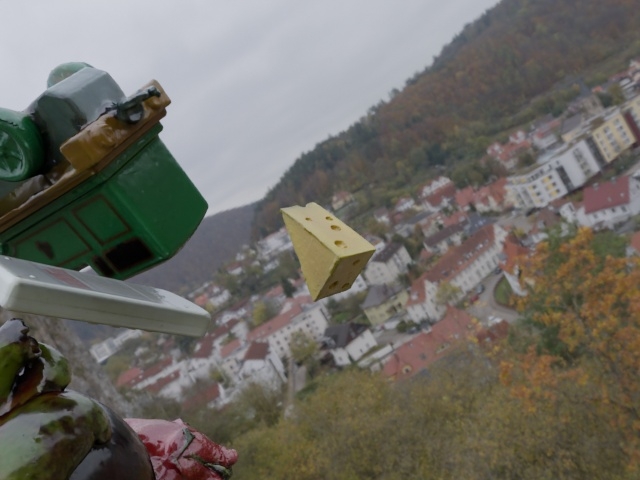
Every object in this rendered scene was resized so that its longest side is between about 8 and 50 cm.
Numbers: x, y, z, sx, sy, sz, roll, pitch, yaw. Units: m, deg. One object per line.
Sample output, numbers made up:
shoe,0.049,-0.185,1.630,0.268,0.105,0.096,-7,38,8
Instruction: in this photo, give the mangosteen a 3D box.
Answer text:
mangosteen,-0.329,0.267,0.599,0.306,0.359,0.306,2,31,-1

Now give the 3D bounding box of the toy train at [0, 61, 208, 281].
toy train,-0.321,-0.053,0.729,0.429,0.249,0.178,-23,25,30

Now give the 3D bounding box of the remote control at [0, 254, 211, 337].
remote control,-0.183,0.050,0.497,0.088,0.029,0.190,18,-1,41

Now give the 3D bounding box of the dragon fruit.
dragon fruit,-0.248,0.381,0.861,0.198,0.200,0.269,-83,18,-72

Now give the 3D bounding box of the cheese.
cheese,0.000,0.000,1.079,0.093,0.171,0.126,-16,-30,-38
